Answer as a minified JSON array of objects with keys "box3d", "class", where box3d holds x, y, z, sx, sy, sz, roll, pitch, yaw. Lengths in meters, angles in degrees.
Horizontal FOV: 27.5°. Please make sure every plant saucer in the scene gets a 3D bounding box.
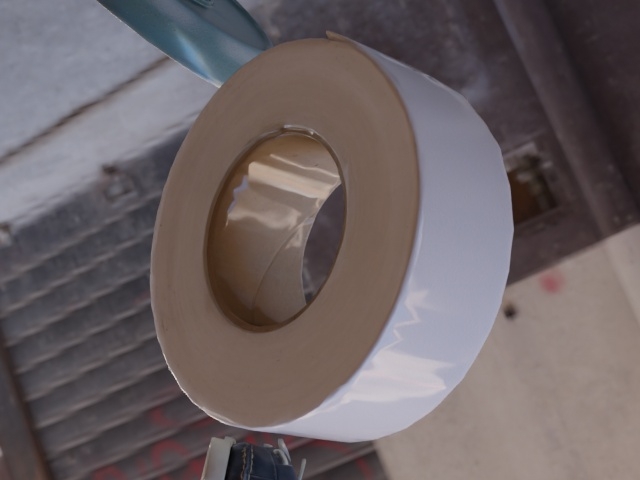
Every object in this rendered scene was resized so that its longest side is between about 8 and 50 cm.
[{"box3d":[-0.156,-0.251,1.290,0.044,0.317,0.317,-49,161,13],"class":"plant saucer"}]

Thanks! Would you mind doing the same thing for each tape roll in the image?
[{"box3d":[0.000,0.000,0.950,0.100,0.286,0.286,16,144,-41],"class":"tape roll"}]

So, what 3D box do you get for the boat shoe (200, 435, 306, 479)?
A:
[{"box3d":[-0.055,0.200,1.045,0.079,0.095,0.254,13,163,0],"class":"boat shoe"}]
